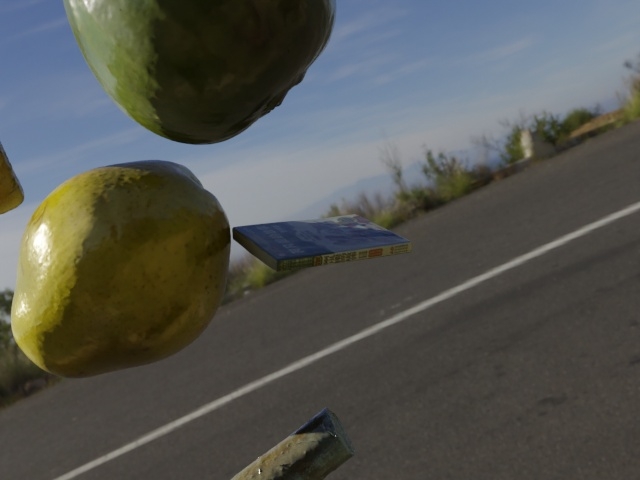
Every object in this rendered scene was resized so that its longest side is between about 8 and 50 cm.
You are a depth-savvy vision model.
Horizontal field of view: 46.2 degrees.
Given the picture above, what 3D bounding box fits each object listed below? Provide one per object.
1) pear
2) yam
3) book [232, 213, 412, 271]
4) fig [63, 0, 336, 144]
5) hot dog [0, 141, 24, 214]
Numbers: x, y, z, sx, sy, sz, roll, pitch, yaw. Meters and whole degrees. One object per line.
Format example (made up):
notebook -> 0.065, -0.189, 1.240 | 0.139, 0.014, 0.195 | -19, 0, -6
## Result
pear -> -0.349, 0.046, 1.330 | 0.418, 0.362, 0.362 | -50, 5, -6
yam -> -0.067, 0.371, 1.172 | 0.259, 0.093, 0.093 | -36, 3, -5
book -> 0.000, 0.000, 1.348 | 0.264, 0.027, 0.202 | -7, 20, -26
fig -> -0.153, -0.274, 0.864 | 0.316, 0.316, 0.316 | -21, 2, 1
hot dog -> -0.626, -0.164, 1.379 | 0.084, 0.242, 0.073 | -24, 31, -14
